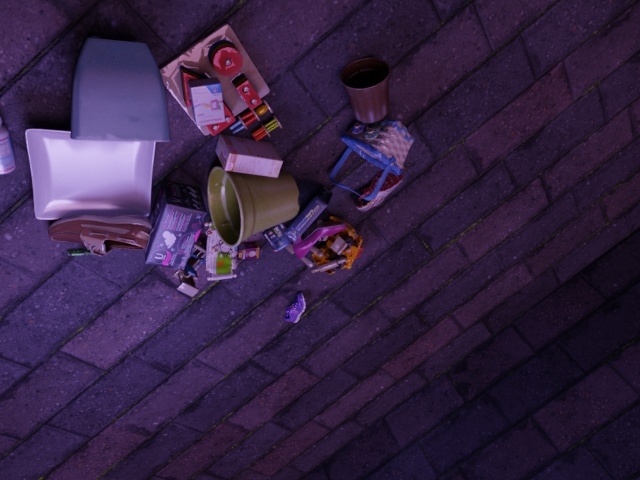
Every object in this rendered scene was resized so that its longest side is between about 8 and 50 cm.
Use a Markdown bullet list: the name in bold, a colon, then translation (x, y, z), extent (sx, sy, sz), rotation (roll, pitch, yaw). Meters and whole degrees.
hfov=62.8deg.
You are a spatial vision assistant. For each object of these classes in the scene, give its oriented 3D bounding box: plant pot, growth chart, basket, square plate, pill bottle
- **plant pot**: translation (0.162, -0.498, 1.768), extent (0.167, 0.167, 0.165), rotation (-27, 142, -5)
- **growth chart**: translation (-0.364, 0.036, 1.942), extent (0.172, 0.021, 0.237), rotation (-16, 112, -53)
- **plant pot**: translation (-0.547, -0.414, 1.418), extent (0.247, 0.248, 0.252), rotation (-3, 111, -25)
- **basket**: translation (0.172, -0.300, 1.873), extent (0.201, 0.255, 0.289), rotation (24, 95, -43)
- **plant pot**: translation (-0.222, -0.138, 1.817), extent (0.254, 0.276, 0.276), rotation (-16, 133, -31)
- **square plate**: translation (-0.694, -0.203, 1.609), extent (0.344, 0.049, 0.347), rotation (-3, 138, -25)
- **pill bottle**: translation (-0.905, -0.269, 1.451), extent (0.087, 0.087, 0.160), rotation (-7, 129, -22)

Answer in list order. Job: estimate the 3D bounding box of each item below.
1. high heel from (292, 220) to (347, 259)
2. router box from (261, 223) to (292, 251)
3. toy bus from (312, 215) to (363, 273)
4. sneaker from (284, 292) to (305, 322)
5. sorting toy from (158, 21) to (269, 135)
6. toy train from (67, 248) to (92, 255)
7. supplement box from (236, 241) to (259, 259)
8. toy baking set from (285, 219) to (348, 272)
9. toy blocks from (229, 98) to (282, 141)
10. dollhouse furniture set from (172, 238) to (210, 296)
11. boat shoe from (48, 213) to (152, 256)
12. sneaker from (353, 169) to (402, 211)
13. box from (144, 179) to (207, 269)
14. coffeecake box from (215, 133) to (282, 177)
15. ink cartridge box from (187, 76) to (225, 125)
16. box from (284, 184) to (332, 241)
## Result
- **high heel**: translation (0.000, 0.000, 2.026), extent (0.244, 0.082, 0.117), rotation (-14, 104, 19)
- **router box**: translation (-0.170, -0.021, 2.067), extent (0.092, 0.038, 0.122), rotation (-32, 134, -1)
- **toy bus**: translation (0.101, 0.016, 2.177), extent (0.211, 0.149, 0.220), rotation (-3, 126, -42)
- **sneaker**: translation (-0.115, 0.306, 2.350), extent (0.071, 0.068, 0.170), rotation (8, 123, -25)
- **sorting toy**: translation (-0.312, -0.469, 1.588), extent (0.257, 0.089, 0.255), rotation (-34, 134, 2)
- **toy train**: translation (-0.821, 0.043, 1.796), extent (0.083, 0.024, 0.017), rotation (-3, 128, -26)
- **supplement box**: translation (-0.286, 0.040, 2.056), extent (0.083, 0.043, 0.055), rotation (-7, 131, -21)
- **toy baking set**: translation (-0.009, 0.030, 2.087), extent (0.256, 0.197, 0.030), rotation (-26, 174, 25)
- **toy blocks**: translation (-0.216, -0.380, 1.735), extent (0.148, 0.054, 0.123), rotation (-33, 134, 1)
- **dollhouse furniture set**: translation (-0.452, 0.101, 1.922), extent (0.129, 0.184, 0.129), rotation (-43, 134, 11)
- **boat shoe**: translation (-0.711, -0.013, 1.686), extent (0.324, 0.116, 0.123), rotation (-3, 162, -1)
- **sneaker**: translation (0.232, -0.200, 2.108), extent (0.225, 0.088, 0.093), rotation (-35, 155, 3)
- **box**: translation (-0.502, -0.052, 1.785), extent (0.142, 0.163, 0.247), rotation (13, 120, -30)
- **coffeecake box**: translation (-0.239, -0.282, 1.743), extent (0.185, 0.142, 0.068), rotation (5, 124, -29)
- **ink cartridge box**: translation (-0.331, -0.404, 1.532), extent (0.088, 0.052, 0.122), rotation (-14, 133, -16)
- **box**: translation (-0.042, -0.105, 1.940), extent (0.059, 0.233, 0.183), rotation (40, 106, -5)
